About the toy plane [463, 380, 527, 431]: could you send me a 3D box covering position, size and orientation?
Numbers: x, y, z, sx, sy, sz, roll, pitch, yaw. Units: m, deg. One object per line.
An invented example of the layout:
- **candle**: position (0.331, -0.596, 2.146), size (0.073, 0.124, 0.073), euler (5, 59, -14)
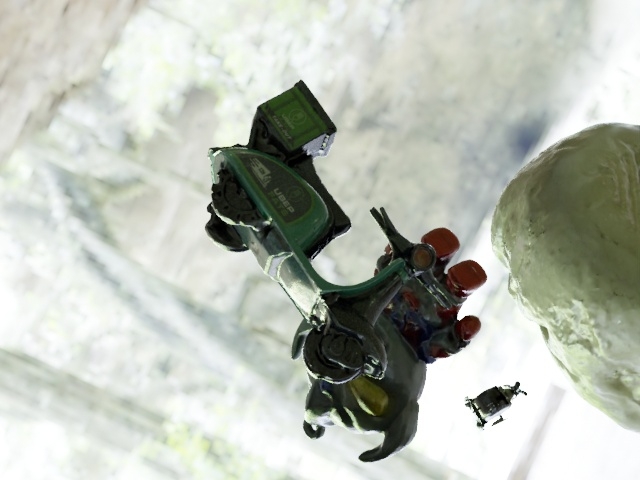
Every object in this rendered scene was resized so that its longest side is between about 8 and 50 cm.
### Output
- **toy plane**: position (0.148, 0.137, 1.474), size (0.049, 0.031, 0.121), euler (-28, -10, -3)

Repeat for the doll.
- **doll**: position (0.039, 0.070, 1.110), size (0.195, 0.104, 0.062), euler (-53, -4, 39)

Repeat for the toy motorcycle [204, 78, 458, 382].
- **toy motorcycle**: position (0.000, 0.000, 1.005), size (0.100, 0.173, 0.058), euler (-30, -15, -19)

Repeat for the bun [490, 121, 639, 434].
- **bun**: position (0.322, 0.051, 1.717), size (0.211, 0.359, 0.360), euler (-49, 8, 31)
